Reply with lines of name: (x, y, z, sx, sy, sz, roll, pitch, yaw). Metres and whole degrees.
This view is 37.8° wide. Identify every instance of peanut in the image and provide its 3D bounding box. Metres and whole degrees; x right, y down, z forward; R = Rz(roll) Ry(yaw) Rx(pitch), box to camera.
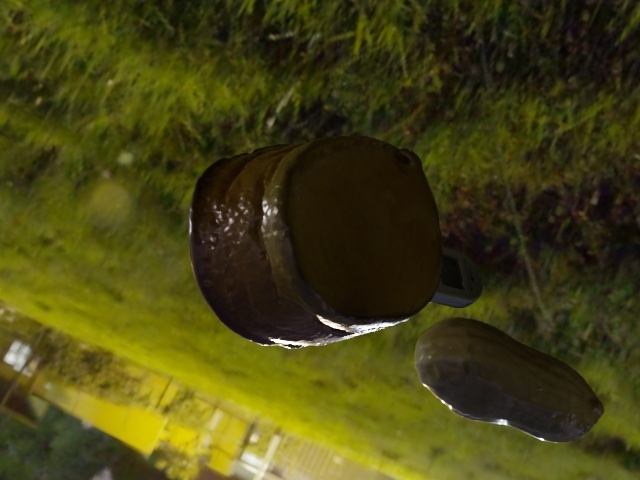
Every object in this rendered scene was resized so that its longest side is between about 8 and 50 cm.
peanut: (0.272, 0.210, 1.380, 0.318, 0.148, 0.147, 24, 169, -20)

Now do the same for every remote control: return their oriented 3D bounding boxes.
remote control: (0.115, 0.036, 1.170, 0.221, 0.078, 0.042, 15, 140, -35)

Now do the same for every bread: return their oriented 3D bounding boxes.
bread: (0.000, 0.000, 0.867, 0.142, 0.196, 0.269, -11, 176, 38)
